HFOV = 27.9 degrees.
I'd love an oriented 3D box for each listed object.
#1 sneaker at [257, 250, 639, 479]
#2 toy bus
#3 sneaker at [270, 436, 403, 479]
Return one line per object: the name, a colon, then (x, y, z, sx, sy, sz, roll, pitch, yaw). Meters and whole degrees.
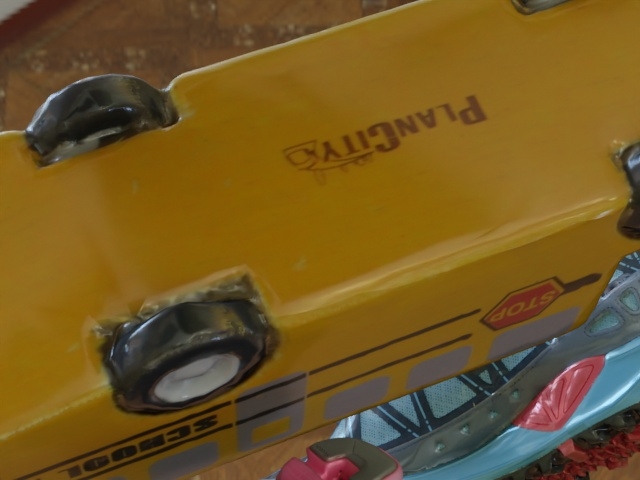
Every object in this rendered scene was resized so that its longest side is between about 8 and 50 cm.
sneaker: (0.074, 0.076, 0.648, 0.261, 0.104, 0.125, -27, 61, 15)
toy bus: (0.000, 0.000, 0.466, 0.332, 0.130, 0.108, -19, 63, -12)
sneaker: (-0.023, 0.111, 0.409, 0.119, 0.057, 0.047, -21, 30, -22)
